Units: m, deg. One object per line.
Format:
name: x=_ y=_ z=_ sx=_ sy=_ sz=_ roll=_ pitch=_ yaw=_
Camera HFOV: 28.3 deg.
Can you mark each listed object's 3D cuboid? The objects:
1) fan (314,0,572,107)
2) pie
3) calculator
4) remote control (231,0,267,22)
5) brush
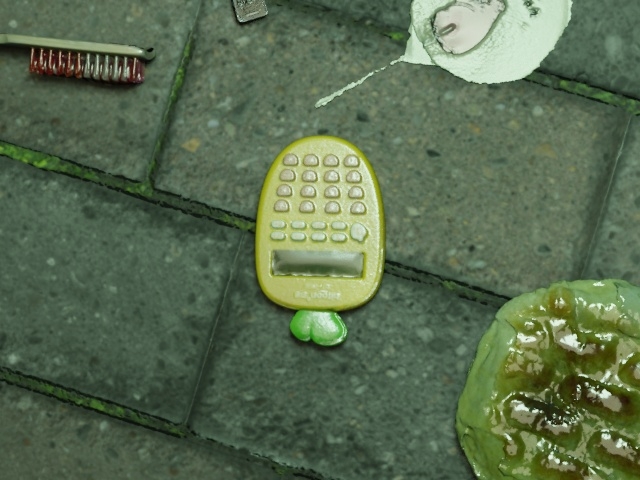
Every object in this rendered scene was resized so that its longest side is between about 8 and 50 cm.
fan: x=0.127 y=-0.227 z=1.417 sx=0.310 sy=0.010 sz=0.182 roll=-31 pitch=87 yaw=4
pie: x=0.287 y=0.187 z=1.366 sx=0.306 sy=0.071 sz=0.306 roll=0 pitch=88 yaw=7
calculator: x=0.000 y=0.000 z=1.417 sx=0.146 sy=0.032 sz=0.235 roll=2 pitch=88 yaw=6
remote control: x=-0.087 y=-0.294 z=1.438 sx=0.039 sy=0.014 sz=0.096 roll=-16 pitch=86 yaw=6
brush: x=-0.350 y=-0.215 z=1.444 sx=0.320 sy=0.060 sz=0.050 roll=8 pitch=101 yaw=6
